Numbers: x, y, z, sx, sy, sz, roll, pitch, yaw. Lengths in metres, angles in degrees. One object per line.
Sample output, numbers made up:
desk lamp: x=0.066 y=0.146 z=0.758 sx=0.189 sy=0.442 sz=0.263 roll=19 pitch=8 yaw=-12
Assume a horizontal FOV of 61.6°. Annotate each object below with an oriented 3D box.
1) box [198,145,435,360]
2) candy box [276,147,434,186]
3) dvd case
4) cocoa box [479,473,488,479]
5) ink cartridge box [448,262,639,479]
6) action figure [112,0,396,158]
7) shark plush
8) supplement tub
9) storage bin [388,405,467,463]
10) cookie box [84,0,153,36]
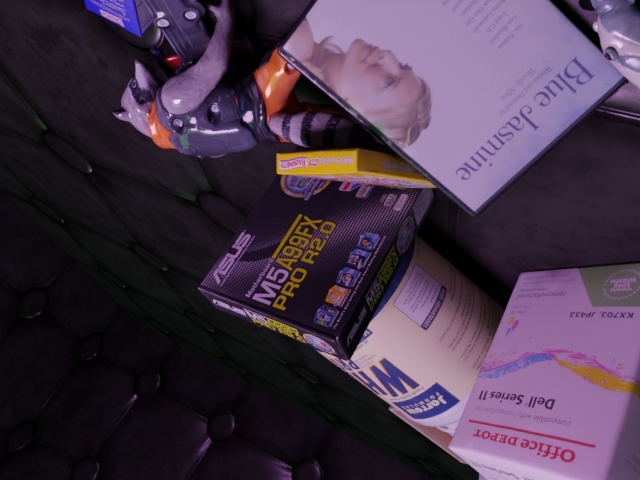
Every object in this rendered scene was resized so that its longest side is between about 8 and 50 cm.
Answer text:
box: x=0.000 y=0.000 z=0.717 sx=0.216 sy=0.270 sz=0.060 roll=17 pitch=151 yaw=30
candy box: x=0.061 y=-0.076 z=0.586 sx=0.105 sy=0.027 sz=0.206 roll=2 pitch=-178 yaw=42
dvd case: x=0.112 y=-0.157 z=0.476 sx=0.253 sy=0.022 sz=0.180 roll=37 pitch=115 yaw=-12
cocoa box: x=0.399 y=0.413 z=0.880 sx=0.228 sy=0.346 sz=0.231 roll=9 pitch=151 yaw=5
ink cartridge box: x=0.299 y=0.202 z=0.647 sx=0.119 sy=0.353 sz=0.207 roll=42 pitch=153 yaw=-21
action figure: x=-0.096 y=-0.179 z=0.595 sx=0.331 sy=0.178 sz=0.341 roll=-2 pitch=156 yaw=22
shark plush: x=0.259 y=-0.166 z=0.418 sx=0.161 sy=0.073 sz=0.067 roll=52 pitch=135 yaw=6
supplement tub: x=0.146 y=0.139 z=0.843 sx=0.325 sy=0.235 sz=0.235 roll=39 pitch=154 yaw=-13
storage bin: x=0.352 y=0.420 z=1.253 sx=0.262 sy=0.123 sz=0.260 roll=40 pitch=154 yaw=-15
cookie box: x=-0.265 y=-0.330 z=0.686 sx=0.092 sy=0.040 sz=0.107 roll=29 pitch=154 yaw=5
